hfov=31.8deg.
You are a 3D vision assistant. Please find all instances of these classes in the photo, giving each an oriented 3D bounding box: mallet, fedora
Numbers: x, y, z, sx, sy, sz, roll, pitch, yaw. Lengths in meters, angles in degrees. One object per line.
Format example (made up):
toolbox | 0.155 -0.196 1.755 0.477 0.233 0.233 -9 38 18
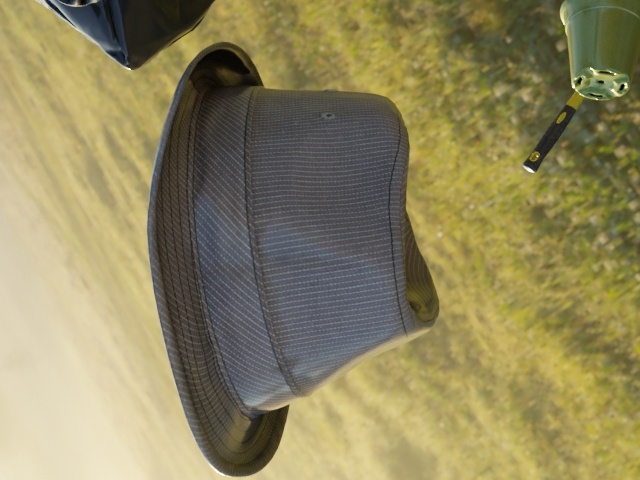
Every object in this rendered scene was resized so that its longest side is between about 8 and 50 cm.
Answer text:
mallet | 0.280 -0.160 1.277 0.062 0.190 0.039 38 170 30
fedora | 0.000 0.000 0.659 0.275 0.124 0.244 -73 -27 -70

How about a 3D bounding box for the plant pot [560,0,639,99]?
plant pot | 0.253 -0.171 1.003 0.083 0.079 0.083 9 155 4

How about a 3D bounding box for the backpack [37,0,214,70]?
backpack | -0.224 -0.343 0.867 0.355 0.273 0.290 23 139 26
